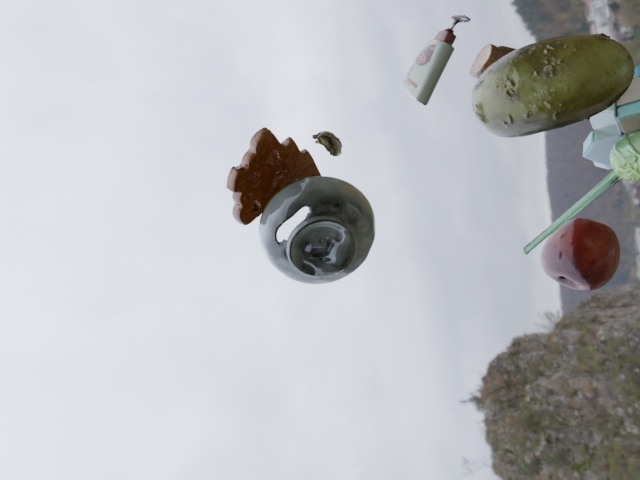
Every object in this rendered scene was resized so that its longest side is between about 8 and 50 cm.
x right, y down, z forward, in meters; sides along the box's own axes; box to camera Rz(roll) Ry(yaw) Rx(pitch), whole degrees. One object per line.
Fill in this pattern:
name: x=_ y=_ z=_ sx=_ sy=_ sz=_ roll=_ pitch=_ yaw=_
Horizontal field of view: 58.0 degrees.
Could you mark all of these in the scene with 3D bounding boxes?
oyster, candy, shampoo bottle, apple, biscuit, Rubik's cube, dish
oyster: x=0.021 y=-0.281 z=1.664 sx=0.038 sy=0.080 sz=0.083 roll=-89 pitch=-12 yaw=-48
candy: x=0.528 y=-0.081 z=1.139 sx=0.093 sy=0.335 sz=0.092 roll=43 pitch=-148 yaw=5
shampoo bottle: x=0.365 y=-0.583 z=1.827 sx=0.071 sy=0.284 sz=0.153 roll=18 pitch=-155 yaw=-26
apple: x=0.791 y=0.045 z=1.754 sx=0.218 sy=0.218 sz=0.201 roll=44 pitch=-114 yaw=-49
biscuit: x=-0.120 y=-0.170 z=1.564 sx=0.306 sy=0.043 sz=0.284 roll=-6 pitch=-53 yaw=-43
Rubik's cube: x=0.718 y=-0.264 z=1.321 sx=0.265 sy=0.213 sz=0.224 roll=49 pitch=-137 yaw=-31
dish: x=0.000 y=0.000 z=1.535 sx=0.124 sy=0.324 sz=0.324 roll=-105 pitch=-11 yaw=-58

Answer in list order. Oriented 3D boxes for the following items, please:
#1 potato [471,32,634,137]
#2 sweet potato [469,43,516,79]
potato: x=0.443 y=-0.303 z=1.136 sx=0.210 sy=0.307 sz=0.173 roll=3 pitch=-105 yaw=-61
sweet potato: x=0.457 y=-0.422 z=1.411 sx=0.251 sy=0.097 sz=0.097 roll=-5 pitch=-94 yaw=-39
